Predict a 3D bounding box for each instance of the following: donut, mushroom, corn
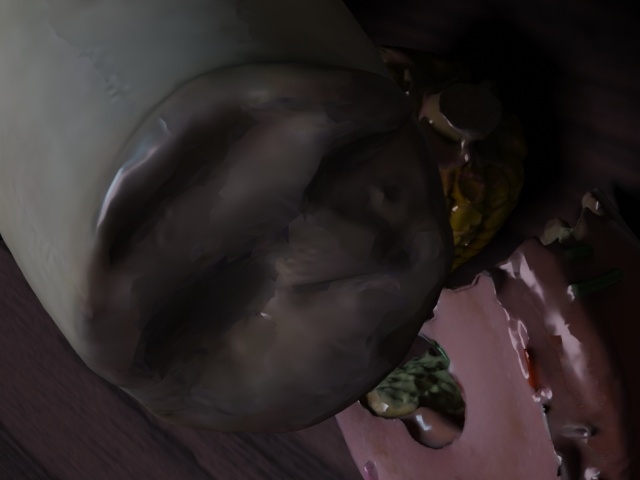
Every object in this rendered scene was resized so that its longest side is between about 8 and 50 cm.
[{"bbox_3d":[0.068,0.062,0.554,0.117,0.065,0.166,64,153,8],"label":"donut"},{"bbox_3d":[-0.087,-0.096,0.476,0.314,0.314,0.336,100,151,-45],"label":"mushroom"},{"bbox_3d":[0.000,0.000,0.618,0.238,0.080,0.080,-40,72,57],"label":"corn"}]

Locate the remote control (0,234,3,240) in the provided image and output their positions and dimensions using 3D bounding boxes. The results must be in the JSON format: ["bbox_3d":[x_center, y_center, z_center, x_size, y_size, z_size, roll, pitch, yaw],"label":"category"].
[{"bbox_3d":[-0.239,-0.040,1.097,0.222,0.042,0.072,9,117,61],"label":"remote control"}]
